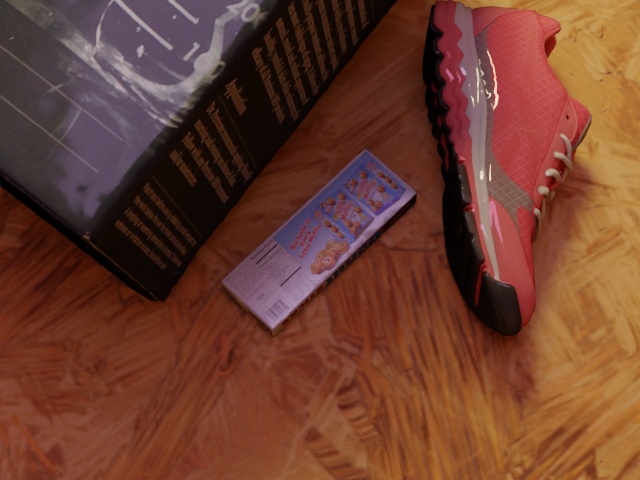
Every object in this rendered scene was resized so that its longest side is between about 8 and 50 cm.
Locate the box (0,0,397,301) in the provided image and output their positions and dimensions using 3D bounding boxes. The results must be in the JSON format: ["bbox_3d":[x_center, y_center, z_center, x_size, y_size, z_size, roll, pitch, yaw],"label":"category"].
[{"bbox_3d":[-0.188,-0.290,1.213,0.480,0.297,0.472,37,83,10],"label":"box"}]

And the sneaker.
[{"bbox_3d":[0.170,-0.074,1.278,0.136,0.116,0.314,-4,66,-3],"label":"sneaker"}]

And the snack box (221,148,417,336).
[{"bbox_3d":[0.000,0.000,1.297,0.064,0.022,0.178,42,73,18],"label":"snack box"}]
